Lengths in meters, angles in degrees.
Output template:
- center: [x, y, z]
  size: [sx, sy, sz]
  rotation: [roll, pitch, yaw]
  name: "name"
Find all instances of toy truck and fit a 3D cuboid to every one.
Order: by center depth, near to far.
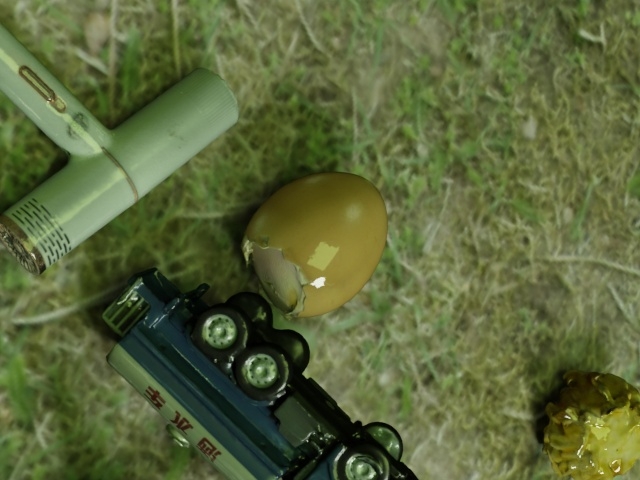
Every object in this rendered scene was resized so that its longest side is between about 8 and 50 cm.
- center: [-0.038, 0.097, 0.798]
  size: [0.201, 0.074, 0.088]
  rotation: [44, 98, 4]
  name: "toy truck"

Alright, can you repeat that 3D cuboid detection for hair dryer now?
- center: [-0.149, -0.098, 0.779]
  size: [0.155, 0.044, 0.183]
  rotation: [-40, 110, -25]
  name: "hair dryer"

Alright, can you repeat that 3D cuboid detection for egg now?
- center: [0.000, 0.000, 0.853]
  size: [0.096, 0.080, 0.080]
  rotation: [-34, 111, -30]
  name: "egg"

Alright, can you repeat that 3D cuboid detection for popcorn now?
- center: [0.192, 0.133, 0.996]
  size: [0.083, 0.057, 0.082]
  rotation: [26, 88, -34]
  name: "popcorn"
